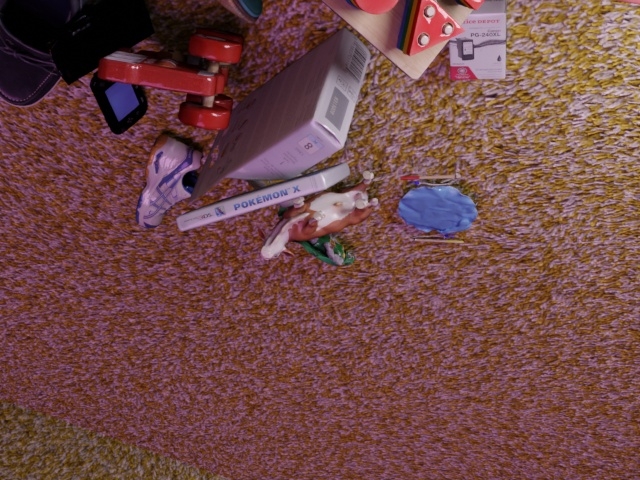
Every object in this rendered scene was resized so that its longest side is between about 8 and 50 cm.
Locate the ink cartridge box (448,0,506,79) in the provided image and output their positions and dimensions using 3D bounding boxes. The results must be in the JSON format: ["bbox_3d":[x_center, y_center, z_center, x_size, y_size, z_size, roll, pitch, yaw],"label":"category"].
[{"bbox_3d":[0.301,-0.387,1.625,0.109,0.063,0.150,1,137,14],"label":"ink cartridge box"}]

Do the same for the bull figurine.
[{"bbox_3d":[-0.004,-0.056,1.936,0.101,0.310,0.188,62,159,10],"label":"bull figurine"}]

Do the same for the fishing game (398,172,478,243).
[{"bbox_3d":[0.276,-0.077,1.991,0.189,0.041,0.264,0,145,16],"label":"fishing game"}]

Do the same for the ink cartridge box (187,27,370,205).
[{"bbox_3d":[-0.085,-0.226,1.720,0.091,0.308,0.385,40,132,-25],"label":"ink cartridge box"}]

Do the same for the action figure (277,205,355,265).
[{"bbox_3d":[0.000,0.000,2.106,0.063,0.137,0.232,-37,128,27],"label":"action figure"}]

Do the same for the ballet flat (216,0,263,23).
[{"bbox_3d":[-0.221,-0.551,1.550,0.123,0.123,0.348,-10,128,24],"label":"ballet flat"}]

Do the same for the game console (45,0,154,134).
[{"bbox_3d":[-0.431,-0.360,1.786,0.044,0.213,0.361,48,164,23],"label":"game console"}]

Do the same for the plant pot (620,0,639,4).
[{"bbox_3d":[0.525,-0.521,1.290,0.275,0.275,0.243,5,129,9],"label":"plant pot"}]

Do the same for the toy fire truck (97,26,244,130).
[{"bbox_3d":[-0.290,-0.337,1.670,0.254,0.302,0.169,10,108,-7],"label":"toy fire truck"}]

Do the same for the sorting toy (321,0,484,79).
[{"bbox_3d":[0.164,-0.436,1.420,0.257,0.089,0.255,34,100,-30],"label":"sorting toy"}]

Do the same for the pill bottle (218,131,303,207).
[{"bbox_3d":[-0.124,-0.172,1.932,0.117,0.117,0.208,-22,127,33],"label":"pill bottle"}]

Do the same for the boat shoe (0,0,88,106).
[{"bbox_3d":[-0.593,-0.433,1.747,0.187,0.156,0.500,28,138,-19],"label":"boat shoe"}]

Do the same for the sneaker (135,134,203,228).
[{"bbox_3d":[-0.365,-0.118,2.061,0.131,0.112,0.296,19,139,-6],"label":"sneaker"}]

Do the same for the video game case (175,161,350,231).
[{"bbox_3d":[-0.105,-0.095,1.732,0.300,0.329,0.036,-16,96,12],"label":"video game case"}]
